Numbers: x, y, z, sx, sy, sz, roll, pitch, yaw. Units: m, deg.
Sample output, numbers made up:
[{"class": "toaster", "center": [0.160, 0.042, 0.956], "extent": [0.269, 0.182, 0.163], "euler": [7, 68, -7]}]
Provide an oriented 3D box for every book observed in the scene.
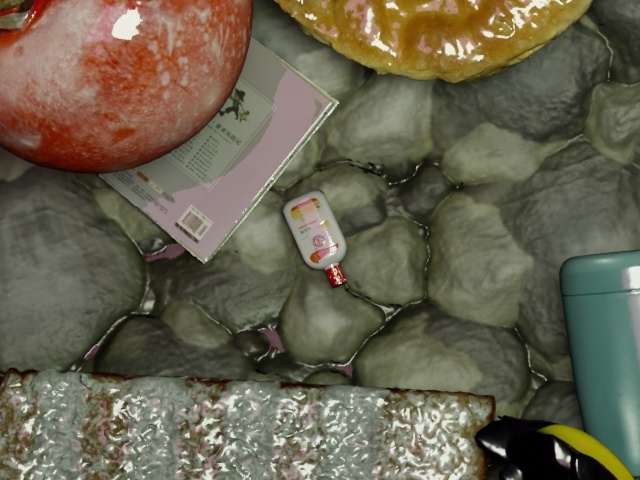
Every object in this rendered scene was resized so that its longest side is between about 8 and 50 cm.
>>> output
[{"class": "book", "center": [-0.089, -0.087, 1.560], "extent": [0.127, 0.014, 0.182], "euler": [39, 90, 8]}]

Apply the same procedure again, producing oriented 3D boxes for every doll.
[{"class": "doll", "center": [0.223, 0.223, 1.393], "extent": [0.248, 0.088, 0.127], "euler": [41, 129, 19]}]

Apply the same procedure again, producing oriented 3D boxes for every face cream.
[{"class": "face cream", "center": [0.000, 0.000, 1.539], "extent": [0.040, 0.021, 0.083], "euler": [-25, 83, 4]}]

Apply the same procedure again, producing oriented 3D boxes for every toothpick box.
[{"class": "toothpick box", "center": [0.260, 0.099, 1.454], "extent": [0.120, 0.120, 0.184], "euler": [-6, 90, 6]}]

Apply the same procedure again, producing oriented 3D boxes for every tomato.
[{"class": "tomato", "center": [-0.177, -0.183, 1.469], "extent": [0.270, 0.227, 0.270], "euler": [-9, 73, 32]}]

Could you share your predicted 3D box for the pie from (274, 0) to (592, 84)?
[{"class": "pie", "center": [0.092, -0.286, 1.490], "extent": [0.339, 0.083, 0.339], "euler": [-1, 85, 7]}]

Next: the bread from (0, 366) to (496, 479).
[{"class": "bread", "center": [-0.067, 0.194, 1.483], "extent": [0.416, 0.113, 0.165], "euler": [2, 87, 6]}]
